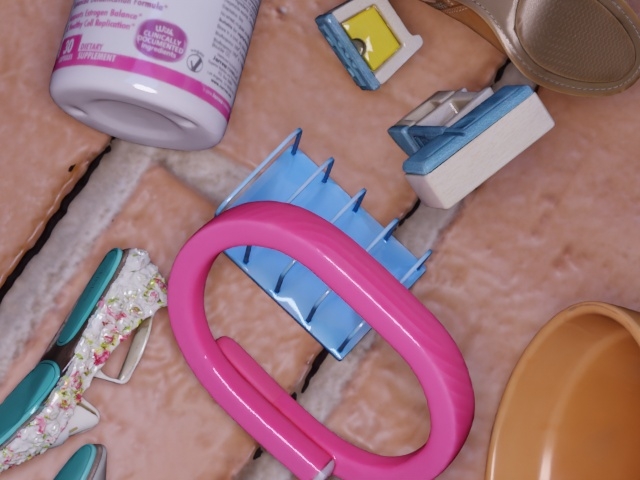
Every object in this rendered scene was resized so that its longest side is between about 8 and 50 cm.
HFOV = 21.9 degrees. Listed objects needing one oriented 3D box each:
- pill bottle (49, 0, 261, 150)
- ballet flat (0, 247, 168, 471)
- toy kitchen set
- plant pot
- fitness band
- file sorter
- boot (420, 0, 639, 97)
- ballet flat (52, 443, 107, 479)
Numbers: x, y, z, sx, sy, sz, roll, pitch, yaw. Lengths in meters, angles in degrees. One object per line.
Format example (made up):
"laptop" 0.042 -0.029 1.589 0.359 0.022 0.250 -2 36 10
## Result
"pill bottle" -0.130 -0.237 1.478 0.160 0.160 0.283 14 76 -2
"ballet flat" -0.208 0.116 1.438 0.077 0.091 0.241 39 80 -22
"toy kitchen set" 0.073 -0.132 1.439 0.122 0.207 0.166 -38 104 -12
"plant pot" 0.291 0.207 1.376 0.203 0.291 0.291 10 77 -20
"fitness band" -0.004 0.096 1.400 0.291 0.209 0.054 42 40 4
"file sorter" 0.000 0.000 1.468 0.170 0.104 0.118 43 77 5
"boot" 0.151 -0.235 1.498 0.283 0.220 0.109 17 109 -12
"ballet flat" -0.231 0.275 1.414 0.068 0.072 0.213 39 76 -25
